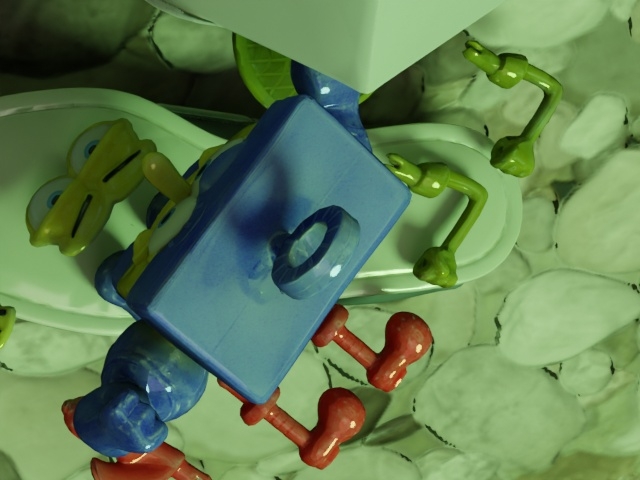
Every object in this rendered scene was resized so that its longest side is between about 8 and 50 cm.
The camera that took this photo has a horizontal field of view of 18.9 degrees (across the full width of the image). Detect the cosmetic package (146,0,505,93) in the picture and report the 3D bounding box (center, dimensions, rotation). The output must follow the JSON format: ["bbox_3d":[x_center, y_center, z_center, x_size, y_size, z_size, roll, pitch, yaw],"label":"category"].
[{"bbox_3d":[0.002,-0.263,0.691,0.155,0.197,0.366,-37,146,-42],"label":"cosmetic package"}]

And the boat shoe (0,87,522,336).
[{"bbox_3d":[-0.063,-0.011,0.951,0.319,0.099,0.116,-1,86,-19],"label":"boat shoe"}]

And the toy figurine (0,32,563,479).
[{"bbox_3d":[0.000,0.000,0.805,0.191,0.217,0.362,42,76,-13],"label":"toy figurine"}]
